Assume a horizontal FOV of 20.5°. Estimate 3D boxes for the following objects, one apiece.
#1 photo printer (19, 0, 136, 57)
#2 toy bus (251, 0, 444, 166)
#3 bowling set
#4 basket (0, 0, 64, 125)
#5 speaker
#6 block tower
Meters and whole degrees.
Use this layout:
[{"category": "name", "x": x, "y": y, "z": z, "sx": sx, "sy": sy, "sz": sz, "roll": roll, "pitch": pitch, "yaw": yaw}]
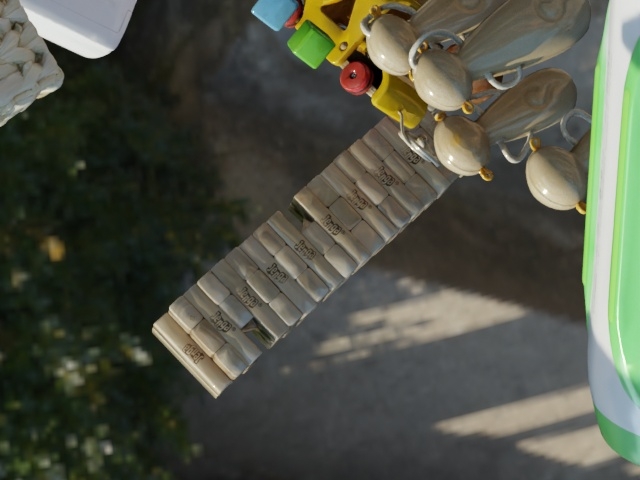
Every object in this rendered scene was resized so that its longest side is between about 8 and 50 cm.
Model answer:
[{"category": "photo printer", "x": -0.315, "y": -0.366, "z": 1.940, "sx": 0.107, "sy": 0.256, "sz": 0.307, "roll": 16, "pitch": 177, "yaw": 39}, {"category": "toy bus", "x": 0.049, "y": -0.182, "z": 1.515, "sx": 0.202, "sy": 0.191, "sz": 0.104, "roll": 38, "pitch": 101, "yaw": -13}, {"category": "bowling set", "x": 0.112, "y": -0.120, "z": 1.339, "sx": 0.154, "sy": 0.287, "sz": 0.200, "roll": -31, "pitch": 169, "yaw": -23}, {"category": "basket", "x": -0.429, "y": -0.116, "z": 1.288, "sx": 0.328, "sy": 0.266, "sz": 0.331, "roll": -28, "pitch": -172, "yaw": 38}, {"category": "speaker", "x": 0.208, "y": -0.030, "z": 0.923, "sx": 0.131, "sy": 0.131, "sz": 0.297, "roll": -5, "pitch": 113, "yaw": -11}, {"category": "block tower", "x": 0.000, "y": 0.000, "z": 1.642, "sx": 0.335, "sy": 0.097, "sz": 0.091, "roll": -43, "pitch": 178, "yaw": -11}]
